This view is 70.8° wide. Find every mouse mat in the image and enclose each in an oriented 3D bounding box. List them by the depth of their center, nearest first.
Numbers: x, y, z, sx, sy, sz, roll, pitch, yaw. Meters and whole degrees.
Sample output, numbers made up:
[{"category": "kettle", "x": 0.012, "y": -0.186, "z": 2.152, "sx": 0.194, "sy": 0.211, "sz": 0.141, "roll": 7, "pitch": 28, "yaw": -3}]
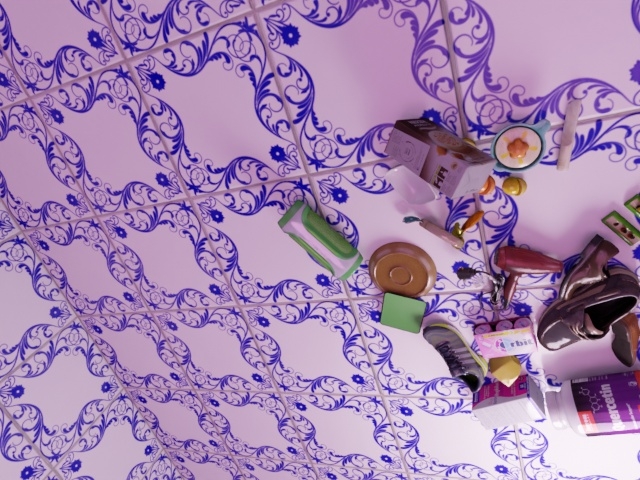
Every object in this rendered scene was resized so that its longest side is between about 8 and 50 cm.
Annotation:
[{"category": "mouse mat", "x": 0.293, "y": 0.261, "z": 1.612, "sx": 0.152, "sy": 0.007, "sz": 0.190, "roll": 13, "pitch": 134, "yaw": 13}]

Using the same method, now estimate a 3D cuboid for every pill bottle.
[{"category": "pill bottle", "x": 0.913, "y": 0.530, "z": 1.450, "sx": 0.322, "sy": 0.181, "sz": 0.182, "roll": -21, "pitch": 111, "yaw": 29}]

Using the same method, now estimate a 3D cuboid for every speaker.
[{"category": "speaker", "x": 0.000, "y": 0.000, "z": 1.513, "sx": 0.296, "sy": 0.131, "sz": 0.131, "roll": 42, "pitch": 125, "yaw": -7}]

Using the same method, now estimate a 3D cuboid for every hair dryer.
[{"category": "hair dryer", "x": 0.596, "y": 0.106, "z": 1.399, "sx": 0.293, "sy": 0.080, "sz": 0.223, "roll": -25, "pitch": 124, "yaw": 37}]

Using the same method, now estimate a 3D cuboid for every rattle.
[{"category": "rattle", "x": 0.364, "y": -0.071, "z": 1.369, "sx": 0.199, "sy": 0.130, "sz": 0.143, "roll": 37, "pitch": 119, "yaw": 29}]

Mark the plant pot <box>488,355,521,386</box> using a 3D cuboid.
[{"category": "plant pot", "x": 0.647, "y": 0.437, "z": 1.562, "sx": 0.081, "sy": 0.081, "sz": 0.083, "roll": 37, "pitch": 115, "yaw": -3}]

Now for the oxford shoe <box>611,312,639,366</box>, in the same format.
[{"category": "oxford shoe", "x": 0.946, "y": 0.307, "z": 1.377, "sx": 0.076, "sy": 0.076, "sz": 0.212, "roll": -30, "pitch": 123, "yaw": -9}]

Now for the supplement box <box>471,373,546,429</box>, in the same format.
[{"category": "supplement box", "x": 0.671, "y": 0.582, "z": 1.618, "sx": 0.220, "sy": 0.111, "sz": 0.114, "roll": -31, "pitch": 105, "yaw": 32}]

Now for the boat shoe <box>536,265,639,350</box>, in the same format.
[{"category": "boat shoe", "x": 0.786, "y": 0.226, "z": 1.345, "sx": 0.132, "sy": 0.130, "sz": 0.355, "roll": 30, "pitch": 126, "yaw": 1}]

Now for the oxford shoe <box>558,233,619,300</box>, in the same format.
[{"category": "oxford shoe", "x": 0.766, "y": 0.099, "z": 1.291, "sx": 0.096, "sy": 0.082, "sz": 0.227, "roll": 38, "pitch": 132, "yaw": 26}]

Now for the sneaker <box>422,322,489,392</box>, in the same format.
[{"category": "sneaker", "x": 0.476, "y": 0.409, "z": 1.581, "sx": 0.300, "sy": 0.121, "sz": 0.111, "roll": 41, "pitch": 125, "yaw": -6}]

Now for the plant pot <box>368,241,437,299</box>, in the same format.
[{"category": "plant pot", "x": 0.275, "y": 0.114, "z": 1.535, "sx": 0.236, "sy": 0.032, "sz": 0.237, "roll": 10, "pitch": 123, "yaw": 15}]

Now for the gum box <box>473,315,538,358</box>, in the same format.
[{"category": "gum box", "x": 0.624, "y": 0.324, "z": 1.509, "sx": 0.188, "sy": 0.062, "sz": 0.107, "roll": -17, "pitch": 113, "yaw": 29}]

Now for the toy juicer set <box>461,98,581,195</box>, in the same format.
[{"category": "toy juicer set", "x": 0.536, "y": -0.214, "z": 1.200, "sx": 0.328, "sy": 0.089, "sz": 0.209, "roll": -15, "pitch": 113, "yaw": 27}]

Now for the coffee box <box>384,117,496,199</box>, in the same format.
[{"category": "coffee box", "x": 0.309, "y": -0.223, "z": 1.185, "sx": 0.246, "sy": 0.141, "sz": 0.098, "roll": 43, "pitch": 132, "yaw": 32}]

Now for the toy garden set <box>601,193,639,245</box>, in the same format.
[{"category": "toy garden set", "x": 0.918, "y": -0.058, "z": 1.173, "sx": 0.203, "sy": 0.049, "sz": 0.244, "roll": 38, "pitch": 125, "yaw": -4}]

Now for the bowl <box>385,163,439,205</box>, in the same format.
[{"category": "bowl", "x": 0.277, "y": -0.174, "z": 1.320, "sx": 0.142, "sy": 0.053, "sz": 0.142, "roll": 50, "pitch": 157, "yaw": -15}]
